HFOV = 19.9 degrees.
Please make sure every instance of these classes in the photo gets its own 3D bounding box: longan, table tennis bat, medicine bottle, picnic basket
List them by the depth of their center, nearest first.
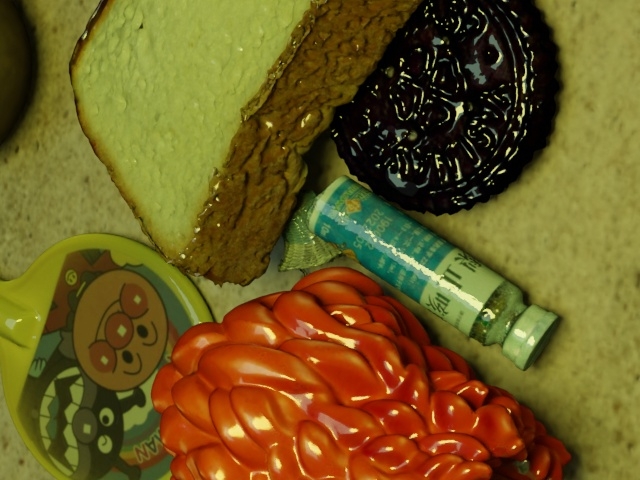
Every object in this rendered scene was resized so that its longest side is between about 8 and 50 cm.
[{"bbox_3d":[0.079,0.022,1.303,0.191,0.051,0.051,33,112,17],"label":"medicine bottle"},{"bbox_3d":[0.000,0.000,1.378,0.065,0.083,0.083,-12,124,29],"label":"picnic basket"},{"bbox_3d":[-0.334,-0.149,1.550,0.204,0.159,0.185,-11,96,49],"label":"longan"},{"bbox_3d":[-0.229,0.081,1.553,0.368,0.054,0.224,27,107,28],"label":"table tennis bat"}]

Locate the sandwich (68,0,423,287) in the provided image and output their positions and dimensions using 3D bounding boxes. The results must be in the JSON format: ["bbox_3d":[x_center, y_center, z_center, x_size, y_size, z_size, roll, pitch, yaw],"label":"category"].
[{"bbox_3d":[-0.064,-0.156,1.354,0.301,0.099,0.271,-59,39,25],"label":"sandwich"}]

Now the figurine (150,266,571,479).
[{"bbox_3d":[0.045,0.229,1.283,0.306,0.241,0.412,7,116,59],"label":"figurine"}]

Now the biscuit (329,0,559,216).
[{"bbox_3d":[0.083,-0.112,1.312,0.194,0.053,0.194,2,94,35],"label":"biscuit"}]
